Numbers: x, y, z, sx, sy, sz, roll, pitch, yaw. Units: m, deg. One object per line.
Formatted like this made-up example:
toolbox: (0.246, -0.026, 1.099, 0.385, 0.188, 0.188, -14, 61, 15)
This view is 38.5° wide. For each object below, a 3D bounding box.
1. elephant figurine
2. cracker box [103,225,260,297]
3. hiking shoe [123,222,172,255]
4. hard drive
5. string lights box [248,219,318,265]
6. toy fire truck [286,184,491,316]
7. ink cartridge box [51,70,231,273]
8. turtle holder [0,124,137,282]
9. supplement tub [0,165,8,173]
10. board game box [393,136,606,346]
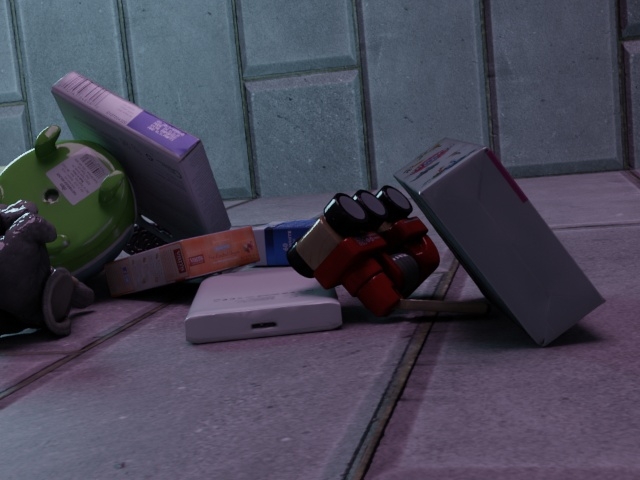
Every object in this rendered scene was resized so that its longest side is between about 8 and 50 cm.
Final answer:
elephant figurine: (-0.418, 0.075, 1.331, 0.186, 0.239, 0.169, -38, 39, -24)
cracker box: (-0.237, 0.038, 1.556, 0.232, 0.067, 0.156, -15, -2, 44)
hiking shoe: (-0.331, 0.006, 2.035, 0.227, 0.086, 0.114, -1, -7, -9)
hard drive: (-0.081, 0.085, 1.328, 0.203, 0.040, 0.307, -6, 7, -2)
string lights box: (0.000, 0.000, 1.778, 0.260, 0.076, 0.133, -2, 8, 24)
toy fire truck: (0.115, 0.042, 1.262, 0.158, 0.246, 0.217, -48, -17, 26)
ink cartridge box: (-0.313, -0.120, 1.674, 0.324, 0.330, 0.071, 29, 64, 26)
turtle holder: (-0.459, -0.012, 1.601, 0.244, 0.320, 0.227, 16, -25, 10)
supplement tub: (-0.778, -0.065, 2.233, 0.325, 0.235, 0.235, -2, 8, 24)
board game box: (0.205, -0.012, 1.138, 0.097, 0.224, 0.303, -37, 8, 3)
